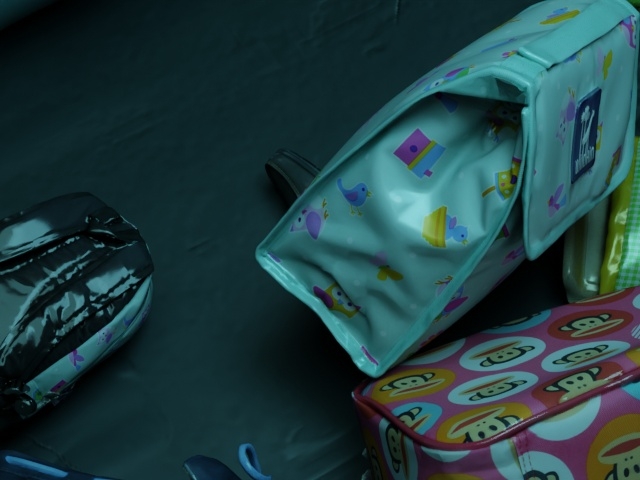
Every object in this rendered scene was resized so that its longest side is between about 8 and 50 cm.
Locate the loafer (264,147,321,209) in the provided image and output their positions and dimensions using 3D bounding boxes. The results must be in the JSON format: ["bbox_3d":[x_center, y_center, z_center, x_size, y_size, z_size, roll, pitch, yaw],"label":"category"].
[{"bbox_3d":[0.000,0.000,1.474,0.061,0.062,0.170,-32,65,-12],"label":"loafer"}]

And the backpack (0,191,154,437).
[{"bbox_3d":[-0.213,0.047,1.414,0.182,0.115,0.152,-35,79,-19],"label":"backpack"}]

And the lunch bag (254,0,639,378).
[{"bbox_3d":[0.115,-0.056,1.346,0.160,0.262,0.223,46,36,8],"label":"lunch bag"}]

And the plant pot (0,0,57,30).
[{"bbox_3d":[-0.264,-0.301,1.531,0.271,0.272,0.255,40,82,19],"label":"plant pot"}]

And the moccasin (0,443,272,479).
[{"bbox_3d":[-0.088,0.199,1.322,0.342,0.138,0.117,8,57,2],"label":"moccasin"}]

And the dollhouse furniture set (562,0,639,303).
[{"bbox_3d":[0.298,-0.093,1.475,0.197,0.151,0.302,6,62,2],"label":"dollhouse furniture set"}]

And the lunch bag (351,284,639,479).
[{"bbox_3d":[0.173,0.115,1.329,0.293,0.258,0.120,-17,105,-14],"label":"lunch bag"}]
